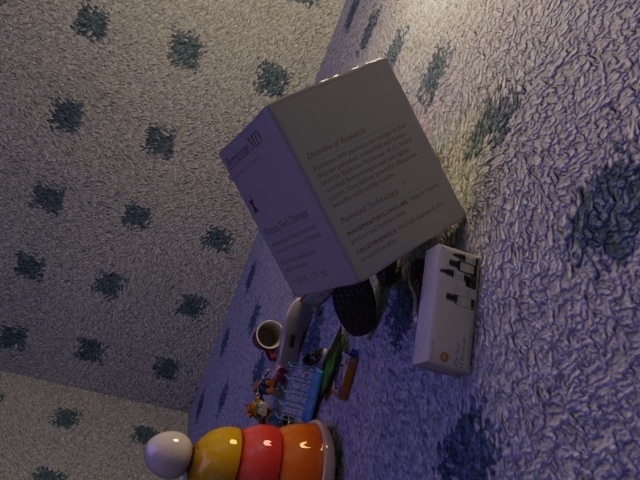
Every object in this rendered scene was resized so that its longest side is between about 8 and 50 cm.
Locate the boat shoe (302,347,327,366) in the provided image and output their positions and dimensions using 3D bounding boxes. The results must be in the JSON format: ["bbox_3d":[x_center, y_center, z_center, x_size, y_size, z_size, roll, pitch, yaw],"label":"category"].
[{"bbox_3d":[-0.018,0.372,2.094,0.142,0.040,0.049,131,152,-58],"label":"boat shoe"}]

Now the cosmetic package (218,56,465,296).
[{"bbox_3d":[0.039,-0.130,1.486,0.394,0.327,0.329,62,153,-3],"label":"cosmetic package"}]

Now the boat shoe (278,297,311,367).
[{"bbox_3d":[-0.104,0.322,2.362,0.258,0.095,0.084,-71,19,2],"label":"boat shoe"}]

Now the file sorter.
[{"bbox_3d":[-0.067,0.464,2.015,0.118,0.104,0.170,163,123,-80],"label":"file sorter"}]

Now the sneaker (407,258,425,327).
[{"bbox_3d":[0.234,0.107,1.435,0.075,0.063,0.170,126,152,-51],"label":"sneaker"}]

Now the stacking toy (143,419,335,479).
[{"bbox_3d":[-0.227,0.605,1.725,0.350,0.479,0.351,-163,90,-76],"label":"stacking toy"}]

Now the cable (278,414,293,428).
[{"bbox_3d":[-0.130,0.681,2.093,0.139,0.072,0.287,-45,30,50],"label":"cable"}]

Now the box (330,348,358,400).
[{"bbox_3d":[0.067,0.364,1.817,0.081,0.028,0.136,180,104,-76],"label":"box"}]

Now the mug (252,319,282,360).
[{"bbox_3d":[-0.225,0.409,2.685,0.169,0.113,0.150,138,148,-69],"label":"mug"}]

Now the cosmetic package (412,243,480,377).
[{"bbox_3d":[0.246,0.134,1.281,0.060,0.098,0.239,137,147,-63],"label":"cosmetic package"}]

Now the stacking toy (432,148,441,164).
[{"bbox_3d":[0.224,-0.237,1.750,0.330,0.141,0.141,-93,24,-64],"label":"stacking toy"}]

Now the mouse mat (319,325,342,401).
[{"bbox_3d":[0.030,0.362,1.942,0.153,0.007,0.190,-85,12,-55],"label":"mouse mat"}]

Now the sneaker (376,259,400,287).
[{"bbox_3d":[0.147,0.028,1.732,0.078,0.106,0.234,-48,25,34],"label":"sneaker"}]

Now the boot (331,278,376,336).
[{"bbox_3d":[0.103,0.079,1.822,0.222,0.118,0.338,-17,-86,-69],"label":"boot"}]

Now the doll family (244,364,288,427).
[{"bbox_3d":[-0.210,0.568,2.421,0.163,0.118,0.263,142,142,-66],"label":"doll family"}]

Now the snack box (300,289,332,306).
[{"bbox_3d":[0.007,0.108,2.243,0.207,0.070,0.175,133,152,-56],"label":"snack box"}]

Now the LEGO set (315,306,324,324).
[{"bbox_3d":[-0.007,0.249,2.226,0.083,0.023,0.054,-144,72,-75],"label":"LEGO set"}]
